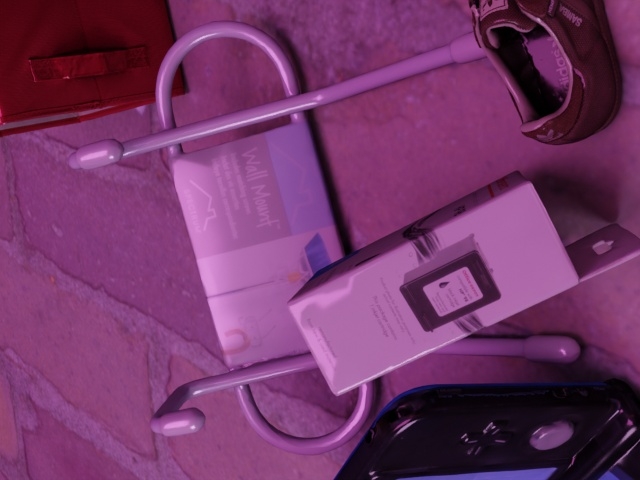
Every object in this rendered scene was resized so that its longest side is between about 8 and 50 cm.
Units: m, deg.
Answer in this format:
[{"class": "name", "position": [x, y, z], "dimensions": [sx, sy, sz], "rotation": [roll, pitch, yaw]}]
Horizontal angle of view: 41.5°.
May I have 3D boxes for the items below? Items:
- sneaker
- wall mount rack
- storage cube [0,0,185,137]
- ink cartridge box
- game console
[{"class": "sneaker", "position": [0.113, -0.144, 0.468], "dimensions": [0.066, 0.071, 0.188], "rotation": [-22, 90, 46]}, {"class": "wall mount rack", "position": [0.000, 0.000, 0.603], "dimensions": [0.304, 0.130, 0.350], "rotation": [-14, 98, 8]}, {"class": "storage cube", "position": [-0.262, -0.194, 0.731], "dimensions": [0.215, 0.183, 0.193], "rotation": [-2, 103, 44]}, {"class": "ink cartridge box", "position": [0.080, 0.012, 0.479], "dimensions": [0.180, 0.104, 0.060], "rotation": [-27, 93, 12]}, {"class": "game console", "position": [0.122, 0.241, 0.542], "dimensions": [0.293, 0.250, 0.173], "rotation": [-64, 35, 37]}]
